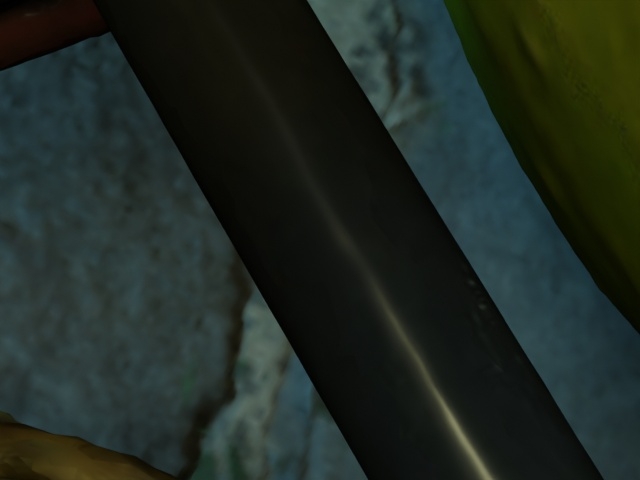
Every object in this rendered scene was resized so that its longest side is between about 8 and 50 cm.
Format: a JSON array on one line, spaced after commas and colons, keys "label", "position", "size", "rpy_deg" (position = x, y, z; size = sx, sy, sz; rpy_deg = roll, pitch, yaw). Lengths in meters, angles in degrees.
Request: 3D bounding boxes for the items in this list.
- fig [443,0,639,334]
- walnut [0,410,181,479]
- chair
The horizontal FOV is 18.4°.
[{"label": "fig", "position": [0.154, -0.083, 0.502], "size": [0.258, 0.258, 0.326], "rpy_deg": [-42, 80, -9]}, {"label": "walnut", "position": [-0.081, 0.140, 0.481], "size": [0.245, 0.198, 0.198], "rpy_deg": [37, 81, -1]}, {"label": "chair", "position": [0.000, 0.000, 0.343], "size": [0.226, 0.226, 0.401], "rpy_deg": [-30, 73, -7]}]
